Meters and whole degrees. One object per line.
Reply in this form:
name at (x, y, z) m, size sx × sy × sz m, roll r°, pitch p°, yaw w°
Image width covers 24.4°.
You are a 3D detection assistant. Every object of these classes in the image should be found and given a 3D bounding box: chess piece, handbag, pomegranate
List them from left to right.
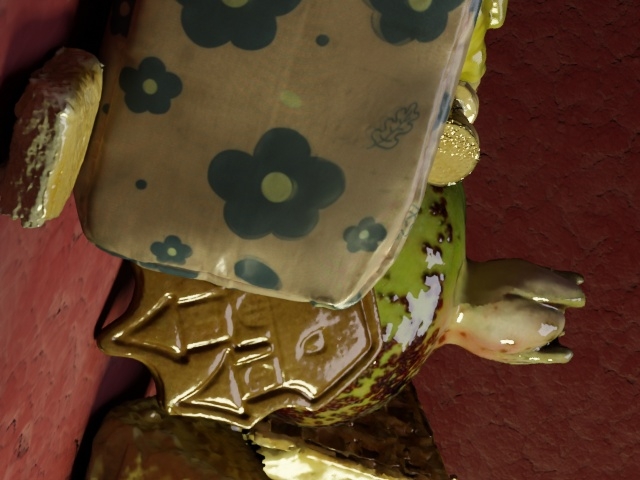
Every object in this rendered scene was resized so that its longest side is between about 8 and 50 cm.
handbag at (-0.022, -0.113, 0.816) m, size 0.193 × 0.190 × 0.252 m, roll -103°, pitch -151°, yaw -69°
pomegranate at (0.055, 0.036, 1.263) m, size 0.285 × 0.340 × 0.285 m, roll 18°, pitch 90°, yaw -89°
chess piece at (0.104, -0.109, 1.201) m, size 0.172 × 0.060 × 0.060 m, roll -77°, pitch -177°, yaw -58°

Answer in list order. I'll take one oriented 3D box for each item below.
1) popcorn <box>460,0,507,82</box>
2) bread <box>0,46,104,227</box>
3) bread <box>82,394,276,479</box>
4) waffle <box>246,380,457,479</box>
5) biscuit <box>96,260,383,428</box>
popcorn at (0.049, -0.227, 1.135) m, size 0.266 × 0.192 × 0.233 m, roll 79°, pitch 1°, yaw -74°
bread at (-0.129, -0.053, 0.710) m, size 0.083 × 0.035 × 0.070 m, roll -74°, pitch -178°, yaw -62°
bread at (-0.127, 0.238, 1.172) m, size 0.262 × 0.162 × 0.204 m, roll -143°, pitch -111°, yaw -69°
waffle at (-0.004, 0.163, 1.426) m, size 0.091 × 0.212 × 0.308 m, roll -64°, pitch -160°, yaw 19°
biscuit at (-0.058, 0.049, 1.072) m, size 0.034 × 0.215 × 0.182 m, roll 12°, pitch -65°, yaw 64°
